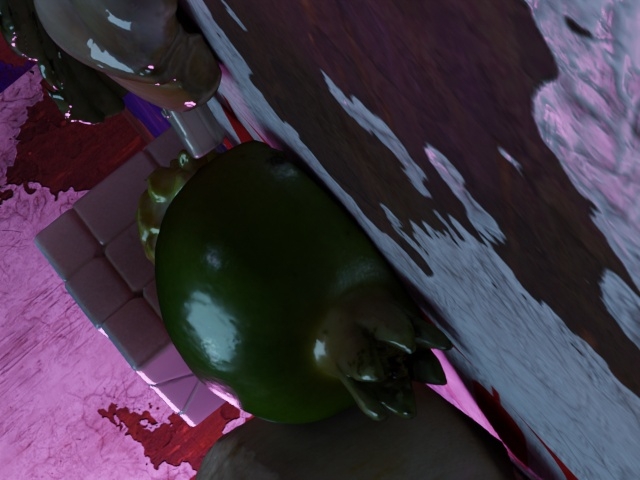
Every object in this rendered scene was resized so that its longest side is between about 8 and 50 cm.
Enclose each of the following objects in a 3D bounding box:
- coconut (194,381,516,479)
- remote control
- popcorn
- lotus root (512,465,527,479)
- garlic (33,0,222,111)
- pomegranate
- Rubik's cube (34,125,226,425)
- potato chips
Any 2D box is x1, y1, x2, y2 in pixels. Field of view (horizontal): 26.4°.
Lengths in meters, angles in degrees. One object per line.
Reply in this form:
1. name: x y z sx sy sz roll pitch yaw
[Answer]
1. coconut: 0.058 0.330 1.536 0.415 0.415 0.345 -139 37 -58
2. remote control: -0.182 -0.199 1.514 0.230 0.049 0.090 59 174 -13
3. popcorn: -0.132 -0.015 1.771 0.221 0.184 0.204 43 -157 30
4. lotus root: 0.244 0.415 1.753 0.272 0.192 0.272 49 -178 -2
5. garlic: -0.197 -0.208 1.312 0.228 0.110 0.217 46 177 32
6. pomegranate: -0.033 0.080 1.381 0.358 0.216 0.310 43 168 47
7. Rubik's cube: -0.219 0.060 2.251 0.316 0.318 0.322 48 174 26
8. potato chips: -0.325 -0.324 1.528 0.373 0.097 0.389 64 -178 19
